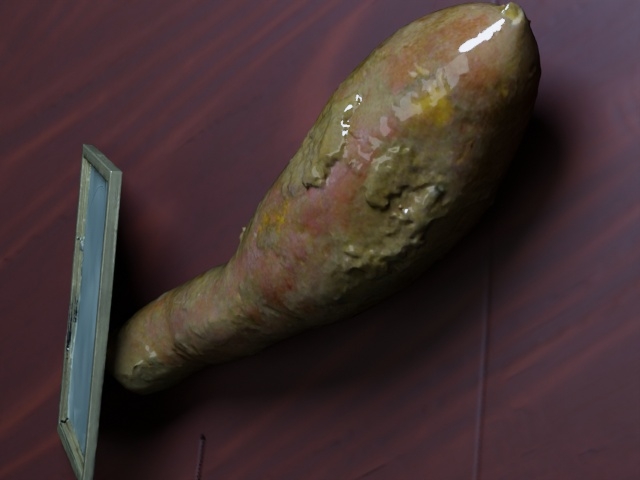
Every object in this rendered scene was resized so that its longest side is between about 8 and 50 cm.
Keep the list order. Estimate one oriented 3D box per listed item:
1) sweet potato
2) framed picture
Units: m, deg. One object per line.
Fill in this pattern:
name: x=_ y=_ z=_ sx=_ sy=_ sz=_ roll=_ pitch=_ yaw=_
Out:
sweet potato: x=0.000 y=0.000 z=0.905 sx=0.385 sy=0.109 sz=0.109 roll=-44 pitch=67 yaw=38
framed picture: x=-0.149 y=0.045 z=1.026 sx=0.136 sy=0.010 sz=0.200 roll=-148 pitch=62 yaw=-71
